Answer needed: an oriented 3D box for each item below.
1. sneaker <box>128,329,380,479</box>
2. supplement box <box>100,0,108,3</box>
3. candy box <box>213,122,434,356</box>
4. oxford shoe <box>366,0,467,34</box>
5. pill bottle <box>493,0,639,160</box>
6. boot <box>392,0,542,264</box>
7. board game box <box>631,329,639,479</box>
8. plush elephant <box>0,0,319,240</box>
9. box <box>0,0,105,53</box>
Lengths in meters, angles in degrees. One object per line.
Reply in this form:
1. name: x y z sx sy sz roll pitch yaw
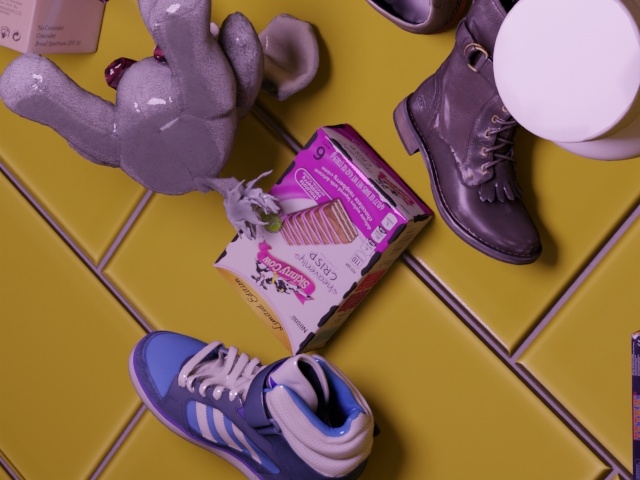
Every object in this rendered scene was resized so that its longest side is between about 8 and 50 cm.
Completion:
1. sneaker: -0.074 0.166 1.873 0.323 0.130 0.236 39 141 13
2. supplement box: -0.219 -0.392 1.871 0.130 0.239 0.073 32 150 25
3. candy box: 0.000 0.000 1.882 0.159 0.071 0.233 47 118 17
4. oxford shoe: 0.026 -0.366 1.736 0.348 0.130 0.123 45 108 1
5. pill bottle: 0.298 -0.173 1.516 0.188 0.334 0.188 5 99 32
6. boot: 0.195 -0.128 1.699 0.263 0.091 0.229 55 136 16
7. board game box: 0.363 0.166 1.636 0.048 0.141 0.170 2 97 30
8. plush elephant: -0.154 -0.188 1.853 0.272 0.255 0.330 -30 121 24
9. box: -0.339 -0.398 1.996 0.121 0.148 0.311 22 109 27
